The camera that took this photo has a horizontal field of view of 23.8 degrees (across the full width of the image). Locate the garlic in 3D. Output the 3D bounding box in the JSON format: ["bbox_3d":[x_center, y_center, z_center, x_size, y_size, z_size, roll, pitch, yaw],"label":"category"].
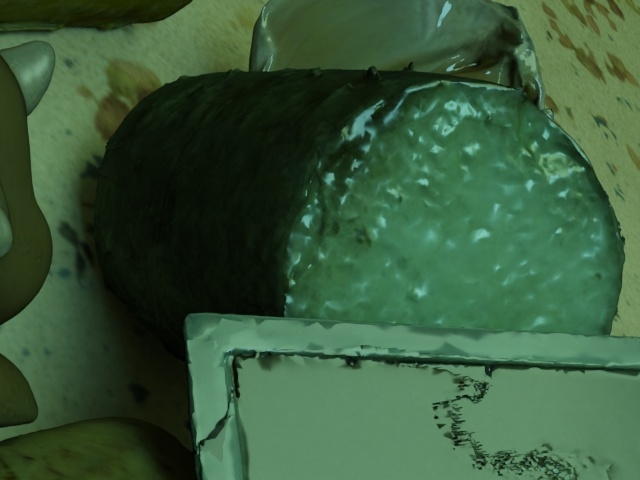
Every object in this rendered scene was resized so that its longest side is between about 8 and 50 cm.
[{"bbox_3d":[0.055,-0.055,0.919,0.143,0.178,0.229,27,45,-76],"label":"garlic"}]

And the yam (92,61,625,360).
[{"bbox_3d":[0.000,0.000,0.695,0.161,0.268,0.161,-3,96,-28],"label":"yam"}]

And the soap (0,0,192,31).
[{"bbox_3d":[-0.113,-0.222,0.711,0.156,0.293,0.335,58,30,11],"label":"soap"}]

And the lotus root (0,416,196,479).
[{"bbox_3d":[-0.094,0.139,0.523,0.154,0.140,0.257,59,27,-6],"label":"lotus root"}]

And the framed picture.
[{"bbox_3d":[0.085,0.130,0.546,0.273,0.016,0.216,6,60,-24],"label":"framed picture"}]

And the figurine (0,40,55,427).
[{"bbox_3d":[-0.190,-0.019,0.480,0.247,0.177,0.173,1,85,-43],"label":"figurine"}]
